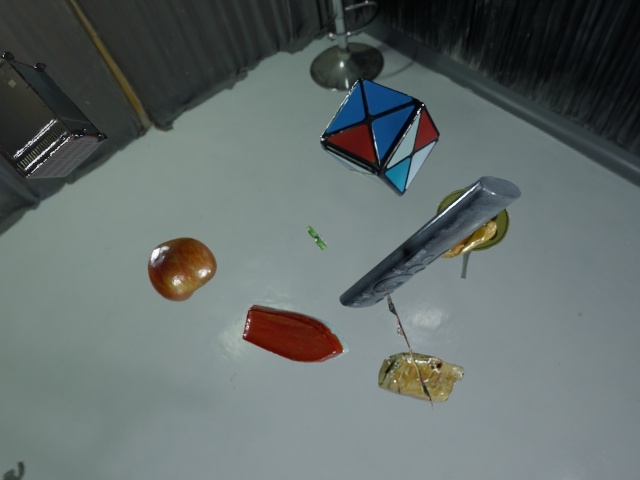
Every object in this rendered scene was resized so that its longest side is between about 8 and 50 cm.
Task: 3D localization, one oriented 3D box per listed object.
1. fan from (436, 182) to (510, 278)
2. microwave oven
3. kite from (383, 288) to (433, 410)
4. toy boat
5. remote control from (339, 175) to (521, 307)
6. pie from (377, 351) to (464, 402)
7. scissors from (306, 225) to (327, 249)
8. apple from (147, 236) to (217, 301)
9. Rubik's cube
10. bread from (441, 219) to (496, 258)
[{"bbox_3d":[0.493,-0.026,1.418,0.229,0.335,0.011,7,22,20],"label":"fan"},{"bbox_3d":[-0.701,-0.297,1.070,0.178,0.188,0.247,-39,97,8],"label":"microwave oven"},{"bbox_3d":[0.101,0.122,0.513,0.010,0.190,0.159,-23,23,6],"label":"kite"},{"bbox_3d":[-0.073,0.297,1.355,0.331,0.133,0.145,14,94,16],"label":"toy boat"},{"bbox_3d":[0.174,0.022,0.766,0.107,0.377,0.044,5,54,-34],"label":"remote control"},{"bbox_3d":[0.255,0.339,1.070,0.129,0.282,0.068,-60,35,7],"label":"pie"},{"bbox_3d":[0.000,0.000,1.586,0.027,0.204,0.101,-36,78,5],"label":"scissors"},{"bbox_3d":[-0.398,0.083,1.227,0.195,0.160,0.173,-39,65,16],"label":"apple"},{"bbox_3d":[0.188,-0.317,1.348,0.246,0.250,0.248,34,95,28],"label":"Rubik's cube"},{"bbox_3d":[0.307,-0.006,0.913,0.132,0.074,0.053,-29,89,-25],"label":"bread"}]
